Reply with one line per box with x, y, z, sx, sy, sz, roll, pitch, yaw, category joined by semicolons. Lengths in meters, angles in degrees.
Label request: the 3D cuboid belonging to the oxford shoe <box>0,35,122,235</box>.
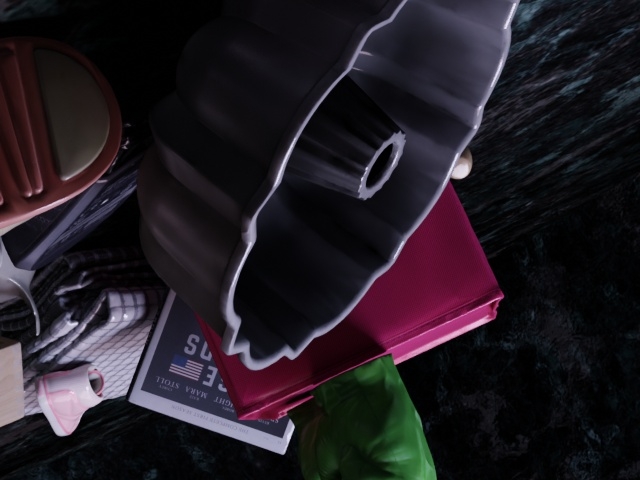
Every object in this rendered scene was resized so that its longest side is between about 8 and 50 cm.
-0.313;-0.007;0.844;0.397;0.141;0.146;-17;175;-30;oxford shoe

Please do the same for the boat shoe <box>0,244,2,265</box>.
-0.334;0.009;0.998;0.079;0.095;0.254;-32;168;28;boat shoe

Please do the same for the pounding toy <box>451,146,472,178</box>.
0.034;-0.077;1.573;0.269;0.155;0.154;-17;-159;10;pounding toy

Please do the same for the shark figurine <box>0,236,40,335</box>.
-0.290;0.037;1.229;0.166;0.116;0.278;-28;172;9;shark figurine

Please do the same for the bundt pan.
-0.006;-0.080;0.971;0.331;0.124;0.331;-49;160;-24;bundt pan

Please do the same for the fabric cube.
0.000;0.000;1.320;0.254;0.258;0.259;-24;171;1;fabric cube

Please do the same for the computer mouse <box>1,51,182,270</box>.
-0.163;-0.072;1.058;0.272;0.072;0.188;-40;-179;42;computer mouse

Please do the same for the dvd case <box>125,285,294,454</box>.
-0.080;0.085;1.492;0.179;0.239;0.029;20;178;-11;dvd case

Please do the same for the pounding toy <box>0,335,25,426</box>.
-0.339;0.117;1.220;0.130;0.100;0.141;10;-161;35;pounding toy

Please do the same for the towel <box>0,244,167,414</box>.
-0.251;0.091;1.610;0.235;0.121;0.283;-4;154;-47;towel

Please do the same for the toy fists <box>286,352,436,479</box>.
0.034;0.196;1.260;0.096;0.142;0.279;-22;170;-15;toy fists

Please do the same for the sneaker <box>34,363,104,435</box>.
-0.264;0.174;1.548;0.070;0.051;0.134;-16;157;-6;sneaker
